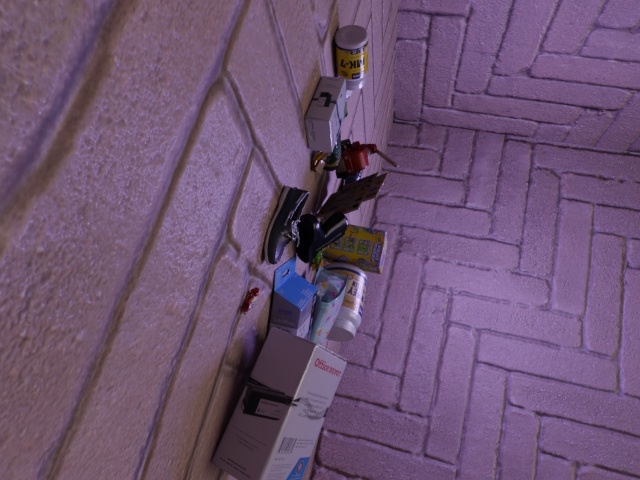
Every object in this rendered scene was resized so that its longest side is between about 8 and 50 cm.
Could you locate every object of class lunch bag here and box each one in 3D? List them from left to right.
[{"bbox_3d":[-0.002,0.266,1.797,0.262,0.160,0.223,-64,175,-65],"label":"lunch bag"}]

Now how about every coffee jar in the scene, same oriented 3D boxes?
[{"bbox_3d":[0.035,-0.347,1.670,0.184,0.079,0.096,84,21,-56],"label":"coffee jar"}]

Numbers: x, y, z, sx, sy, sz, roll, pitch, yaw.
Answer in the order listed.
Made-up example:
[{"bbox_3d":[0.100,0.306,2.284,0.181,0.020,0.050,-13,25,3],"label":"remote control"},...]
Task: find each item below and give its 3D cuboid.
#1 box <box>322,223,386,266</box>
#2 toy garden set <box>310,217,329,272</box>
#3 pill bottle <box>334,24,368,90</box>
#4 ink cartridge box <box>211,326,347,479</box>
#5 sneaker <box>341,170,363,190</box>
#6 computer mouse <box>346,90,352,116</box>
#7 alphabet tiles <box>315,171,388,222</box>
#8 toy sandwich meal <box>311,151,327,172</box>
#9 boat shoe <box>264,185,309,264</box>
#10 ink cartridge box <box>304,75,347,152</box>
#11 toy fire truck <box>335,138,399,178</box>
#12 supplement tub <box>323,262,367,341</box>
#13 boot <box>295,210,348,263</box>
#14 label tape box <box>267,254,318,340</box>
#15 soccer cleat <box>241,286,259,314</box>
[{"bbox_3d":[0.176,0.038,2.212,0.290,0.279,0.177,48,53,-75],"label":"box"},{"bbox_3d":[0.000,0.000,1.918,0.204,0.049,0.244,85,19,-48],"label":"toy garden set"},{"bbox_3d":[0.116,-0.665,1.658,0.208,0.119,0.119,79,25,-60],"label":"pill bottle"},{"bbox_3d":[-0.101,0.487,1.321,0.395,0.166,0.285,-66,151,-15],"label":"ink cartridge box"},{"bbox_3d":[0.147,-0.277,2.216,0.226,0.086,0.163,-77,-176,-65],"label":"sneaker"},{"bbox_3d":[0.111,-0.609,1.878,0.106,0.042,0.193,-16,116,-76],"label":"computer mouse"},{"bbox_3d":[0.127,-0.181,1.830,0.011,0.285,0.342,60,32,-19],"label":"alphabet tiles"},{"bbox_3d":[-0.001,-0.283,1.617,0.085,0.029,0.086,-39,153,-24],"label":"toy sandwich meal"},{"bbox_3d":[-0.096,-0.042,1.326,0.095,0.079,0.255,80,24,-61],"label":"boat shoe"},{"bbox_3d":[0.022,-0.423,1.517,0.153,0.086,0.208,81,24,-58],"label":"ink cartridge box"},{"bbox_3d":[0.192,-0.347,1.913,0.217,0.246,0.159,-59,137,-59],"label":"toy fire truck"},{"bbox_3d":[0.087,0.287,2.100,0.228,0.228,0.316,82,17,-57],"label":"supplement tub"},{"bbox_3d":[0.009,-0.050,1.605,0.207,0.094,0.246,-39,154,-29],"label":"boot"},{"bbox_3d":[-0.091,0.243,1.559,0.240,0.105,0.334,-41,141,-72],"label":"label tape box"},{"bbox_3d":[-0.188,0.163,1.216,0.036,0.029,0.083,101,11,-52],"label":"soccer cleat"}]
